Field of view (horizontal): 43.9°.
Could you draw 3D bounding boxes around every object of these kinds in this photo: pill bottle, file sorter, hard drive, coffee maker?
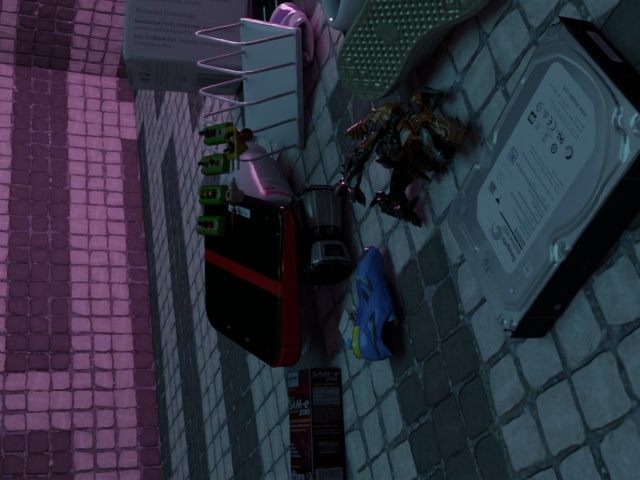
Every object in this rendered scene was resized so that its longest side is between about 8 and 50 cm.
[{"bbox_3d":[-0.151,-0.110,1.900,0.283,0.161,0.160,-116,36,-49],"label":"pill bottle"},{"bbox_3d":[-0.165,-0.340,1.797,0.193,0.173,0.277,23,124,40],"label":"file sorter"},{"bbox_3d":[0.282,-0.072,0.991,0.236,0.064,0.338,-109,30,-42],"label":"hard drive"},{"bbox_3d":[0.000,0.000,1.617,0.171,0.120,0.178,84,180,-68],"label":"coffee maker"}]

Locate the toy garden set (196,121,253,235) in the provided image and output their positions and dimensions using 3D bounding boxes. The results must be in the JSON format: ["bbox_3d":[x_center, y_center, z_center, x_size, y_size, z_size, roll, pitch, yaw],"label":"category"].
[{"bbox_3d":[-0.218,-0.132,1.690,0.204,0.049,0.244,3,88,57],"label":"toy garden set"}]

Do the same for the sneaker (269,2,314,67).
[{"bbox_3d":[-0.090,-0.402,1.872,0.161,0.102,0.282,55,138,50],"label":"sneaker"}]

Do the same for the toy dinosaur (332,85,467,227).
[{"bbox_3d":[0.129,-0.151,1.317,0.322,0.165,0.218,-123,53,-82],"label":"toy dinosaur"}]

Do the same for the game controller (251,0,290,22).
[{"bbox_3d":[-0.123,-0.581,2.040,0.166,0.067,0.319,-25,64,49],"label":"game controller"}]

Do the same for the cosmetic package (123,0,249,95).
[{"bbox_3d":[-0.374,-0.642,2.221,0.329,0.328,0.393,157,115,-77],"label":"cosmetic package"}]

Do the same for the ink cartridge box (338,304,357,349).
[{"bbox_3d":[0.060,0.166,1.533,0.083,0.028,0.048,-118,38,-51],"label":"ink cartridge box"}]

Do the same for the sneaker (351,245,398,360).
[{"bbox_3d":[0.107,0.109,1.403,0.082,0.069,0.209,-9,66,34],"label":"sneaker"}]

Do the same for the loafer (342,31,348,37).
[{"bbox_3d":[0.076,-0.366,1.492,0.223,0.078,0.076,-111,33,-44],"label":"loafer"}]

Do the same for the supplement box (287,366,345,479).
[{"bbox_3d":[-0.011,0.384,1.619,0.130,0.073,0.239,148,123,-63],"label":"supplement box"}]

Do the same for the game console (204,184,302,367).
[{"bbox_3d":[-0.152,0.070,1.703,0.387,0.060,0.341,19,110,56],"label":"game console"}]

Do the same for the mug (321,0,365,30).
[{"bbox_3d":[0.033,-0.554,1.379,0.328,0.276,0.373,157,109,-77],"label":"mug"}]

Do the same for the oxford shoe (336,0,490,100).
[{"bbox_3d":[0.165,-0.384,1.220,0.130,0.169,0.449,-48,1,-34],"label":"oxford shoe"}]
